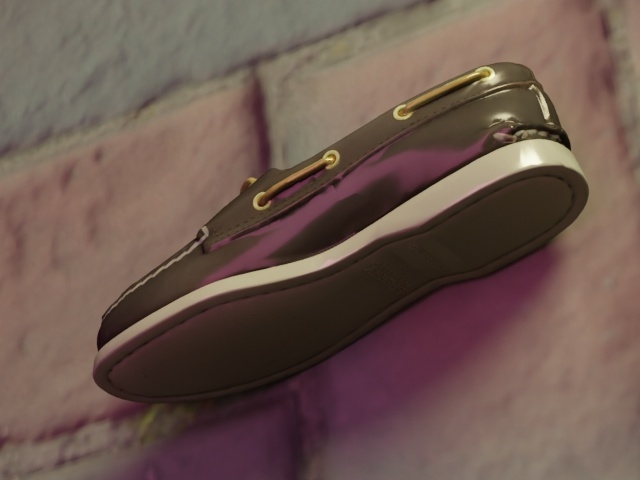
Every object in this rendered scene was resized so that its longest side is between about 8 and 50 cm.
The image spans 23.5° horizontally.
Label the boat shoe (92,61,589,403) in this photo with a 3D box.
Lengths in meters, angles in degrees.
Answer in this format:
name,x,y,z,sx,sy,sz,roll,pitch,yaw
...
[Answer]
name,x,y,z,sx,sy,sz,roll,pitch,yaw
boat shoe,0.000,0.000,0.659,0.228,0.081,0.068,-25,56,14
